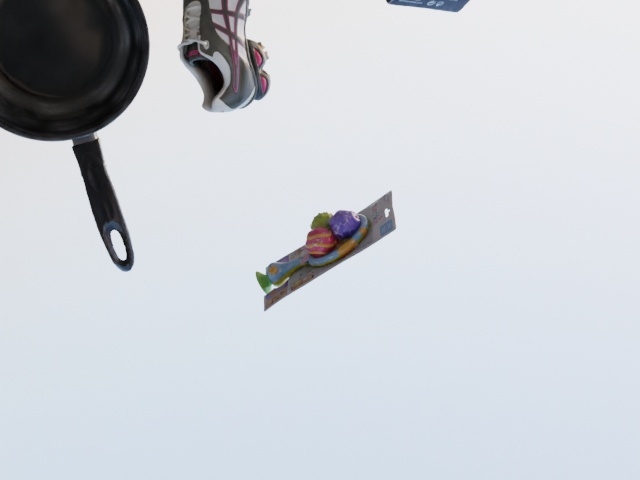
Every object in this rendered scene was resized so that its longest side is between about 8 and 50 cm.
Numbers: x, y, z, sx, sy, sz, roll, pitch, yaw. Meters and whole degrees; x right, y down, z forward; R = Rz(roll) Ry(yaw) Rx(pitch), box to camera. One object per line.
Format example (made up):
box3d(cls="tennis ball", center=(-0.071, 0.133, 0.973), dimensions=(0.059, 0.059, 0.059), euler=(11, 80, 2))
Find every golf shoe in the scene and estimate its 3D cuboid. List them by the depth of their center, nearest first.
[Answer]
box3d(cls="golf shoe", center=(-0.163, -0.325, 2.049), dimensions=(0.105, 0.273, 0.120), euler=(-11, -164, 41))

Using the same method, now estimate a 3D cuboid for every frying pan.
box3d(cls="frying pan", center=(-0.227, -0.149, 1.365), dimensions=(0.197, 0.326, 0.053), euler=(-37, -162, 8))

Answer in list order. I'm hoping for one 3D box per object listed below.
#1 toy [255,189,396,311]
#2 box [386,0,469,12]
box3d(cls="toy", center=(0.000, 0.000, 2.043), dimensions=(0.237, 0.056, 0.137), euler=(-35, -157, 16))
box3d(cls="box", center=(0.117, -0.324, 1.279), dimensions=(0.093, 0.156, 0.158), euler=(0, 152, -34))
